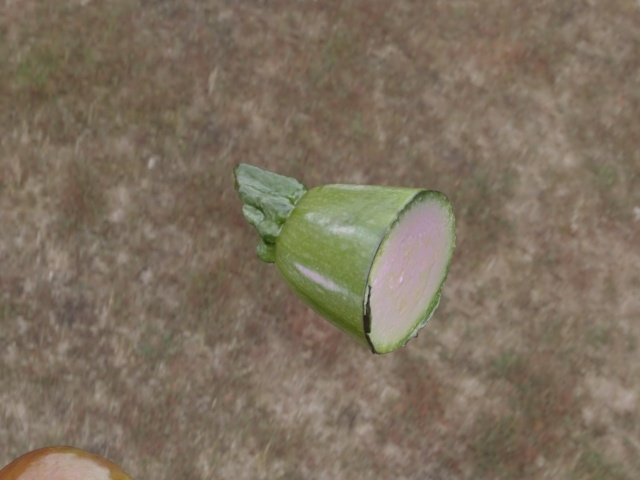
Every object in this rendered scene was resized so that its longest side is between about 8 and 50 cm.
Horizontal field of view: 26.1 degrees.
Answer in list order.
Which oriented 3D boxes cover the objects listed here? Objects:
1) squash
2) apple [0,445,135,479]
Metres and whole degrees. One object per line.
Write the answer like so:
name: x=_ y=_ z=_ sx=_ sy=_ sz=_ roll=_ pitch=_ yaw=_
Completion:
squash: x=0.000 y=0.002 z=0.832 sx=0.132 sy=0.105 sz=0.105 roll=19 pitch=49 yaw=27
apple: x=-0.206 y=0.271 z=1.148 sx=0.173 sy=0.195 sz=0.160 roll=-46 pitch=39 yaw=-14
